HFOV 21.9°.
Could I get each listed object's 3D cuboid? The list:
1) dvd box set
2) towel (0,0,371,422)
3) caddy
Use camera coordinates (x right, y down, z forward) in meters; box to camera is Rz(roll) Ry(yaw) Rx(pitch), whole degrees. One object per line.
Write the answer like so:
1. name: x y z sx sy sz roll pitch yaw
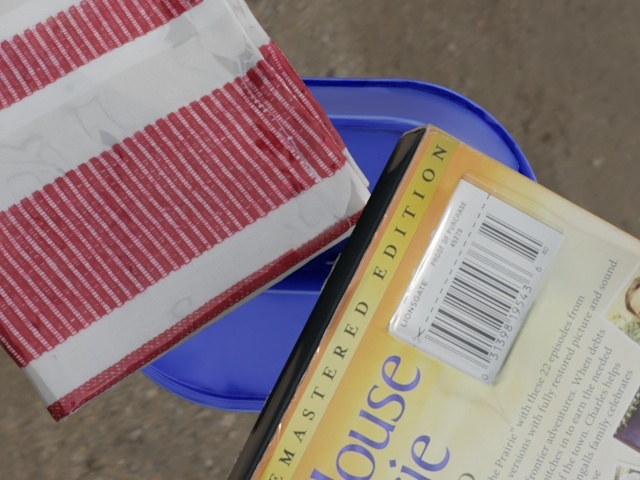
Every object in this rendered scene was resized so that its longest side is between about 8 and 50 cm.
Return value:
1. dvd box set: 0.162 0.170 0.883 0.420 0.062 0.308 27 83 -10
2. towel: -0.143 -0.095 0.946 0.237 0.037 0.329 -33 88 -22
3. caddy: 0.000 0.000 1.250 0.341 0.179 0.241 2 102 5
